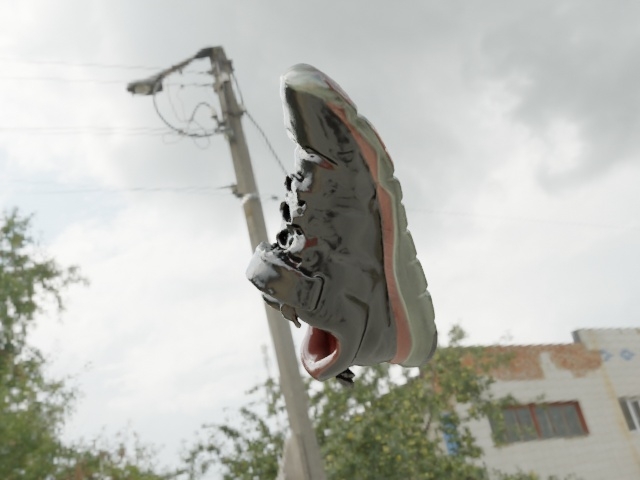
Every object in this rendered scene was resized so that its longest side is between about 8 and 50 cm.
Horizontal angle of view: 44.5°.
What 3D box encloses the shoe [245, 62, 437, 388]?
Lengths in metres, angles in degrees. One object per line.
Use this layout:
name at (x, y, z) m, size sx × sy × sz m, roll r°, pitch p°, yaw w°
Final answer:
shoe at (0.000, 0.000, 0.643) m, size 0.137 × 0.114 × 0.291 m, roll -23°, pitch -64°, yaw -13°
